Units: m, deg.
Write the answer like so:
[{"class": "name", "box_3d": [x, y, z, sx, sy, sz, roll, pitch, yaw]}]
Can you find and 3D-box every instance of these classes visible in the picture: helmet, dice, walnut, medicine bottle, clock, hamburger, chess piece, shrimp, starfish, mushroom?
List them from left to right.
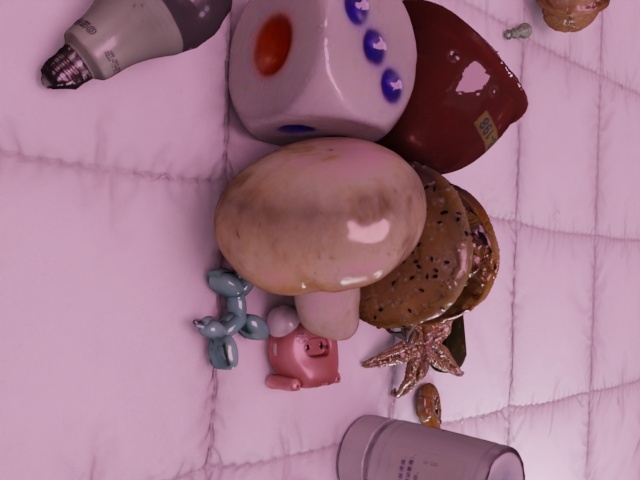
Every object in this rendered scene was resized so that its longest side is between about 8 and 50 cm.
[{"class": "clock", "box_3d": [-0.025, 0.193, 1.422, 0.165, 0.092, 0.162, 0, 88, -46]}, {"class": "mushroom", "box_3d": [-0.011, -0.027, 1.288, 0.325, 0.353, 0.353, 25, 70, -10]}, {"class": "dice", "box_3d": [0.005, -0.310, 1.339, 0.251, 0.243, 0.259, 7, 83, -46]}, {"class": "starfish", "box_3d": [0.199, 0.229, 1.637, 0.231, 0.048, 0.295, -38, 119, -13]}, {"class": "hamburger", "box_3d": [0.187, 0.033, 1.463, 0.195, 0.277, 0.318, 15, 112, -52]}, {"class": "helmet", "box_3d": [0.203, -0.260, 1.504, 0.230, 0.337, 0.385, -58, 156, -8]}, {"class": "medicine bottle", "box_3d": [0.214, 0.466, 1.509, 0.190, 0.332, 0.190, -6, 98, -50]}, {"class": "shrimp", "box_3d": [0.261, 0.414, 1.770, 0.099, 0.041, 0.180, -41, 119, -55]}, {"class": "chess piece", "box_3d": [0.520, -0.553, 2.018, 0.093, 0.042, 0.042, -21, 106, -39]}, {"class": "walnut", "box_3d": [0.698, -0.682, 2.097, 0.198, 0.198, 0.245, 56, 44, -31]}]

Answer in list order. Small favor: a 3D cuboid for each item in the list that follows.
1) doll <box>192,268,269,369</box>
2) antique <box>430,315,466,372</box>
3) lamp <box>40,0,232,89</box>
[{"class": "doll", "box_3d": [-0.151, 0.122, 1.307, 0.159, 0.059, 0.159, -46, 122, -38]}, {"class": "antique", "box_3d": [0.277, 0.192, 1.747, 0.081, 0.080, 0.221, -15, 103, -44]}, {"class": "lamp", "box_3d": [-0.255, -0.324, 1.102, 0.314, 0.181, 0.182, -55, 127, -30]}]
